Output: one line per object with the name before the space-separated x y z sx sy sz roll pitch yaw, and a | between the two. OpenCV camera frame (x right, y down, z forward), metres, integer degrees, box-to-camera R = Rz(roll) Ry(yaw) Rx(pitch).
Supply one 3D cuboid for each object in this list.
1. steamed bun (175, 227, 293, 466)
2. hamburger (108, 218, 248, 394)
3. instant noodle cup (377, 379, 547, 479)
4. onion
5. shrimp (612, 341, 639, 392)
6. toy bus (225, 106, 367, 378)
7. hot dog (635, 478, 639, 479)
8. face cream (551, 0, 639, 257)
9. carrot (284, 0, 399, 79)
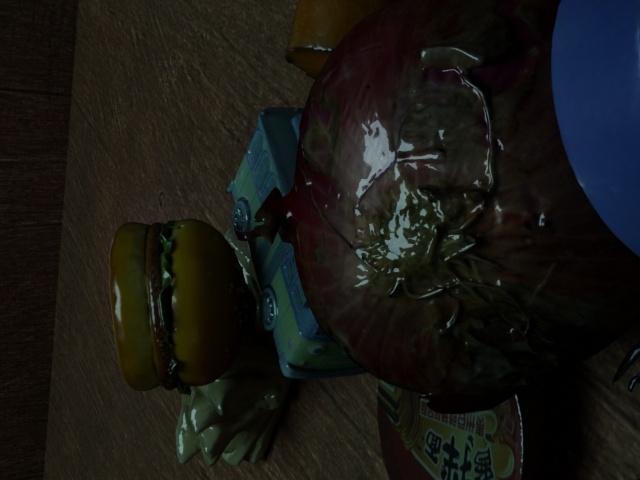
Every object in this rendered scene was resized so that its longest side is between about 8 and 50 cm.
steamed bun | -0.140 0.197 1.577 0.247 0.189 0.428 45 131 44
hamburger | -0.179 0.082 1.356 0.246 0.170 0.246 175 90 -90
instant noodle cup | 0.158 0.183 1.061 0.274 0.090 0.274 2 93 64
onion | 0.121 -0.037 0.861 0.353 0.353 0.354 5 96 64
shrimp | 0.278 0.153 0.824 0.152 0.046 0.219 -136 61 -72
toy bus | 0.000 0.000 1.308 0.190 0.152 0.312 120 141 -47
hot dog | 0.268 0.328 0.871 0.100 0.068 0.250 165 105 -74
face cream | 0.298 -0.107 0.595 0.225 0.249 0.249 -14 78 58
carrot | 0.048 -0.301 1.231 0.159 0.159 0.225 -5 75 64
